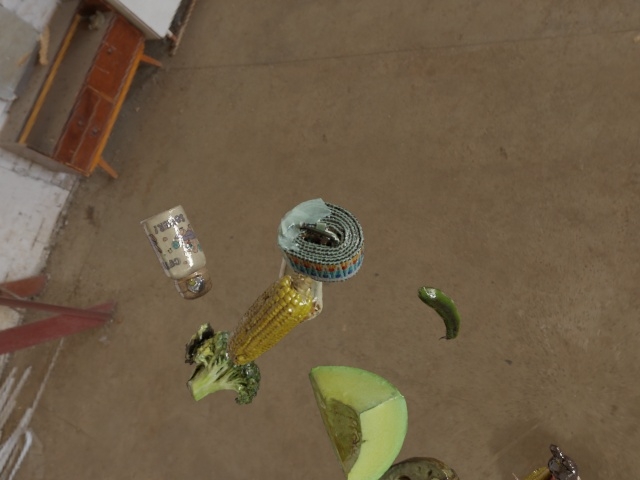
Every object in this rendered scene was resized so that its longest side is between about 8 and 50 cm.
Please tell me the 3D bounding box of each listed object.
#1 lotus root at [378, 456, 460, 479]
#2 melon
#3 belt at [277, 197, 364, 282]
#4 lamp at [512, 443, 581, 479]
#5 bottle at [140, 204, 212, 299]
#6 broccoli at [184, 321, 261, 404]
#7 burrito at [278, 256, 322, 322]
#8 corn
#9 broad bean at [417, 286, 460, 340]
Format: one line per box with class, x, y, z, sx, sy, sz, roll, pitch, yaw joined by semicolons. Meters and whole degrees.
lotus root;0.307;0.834;1.516;0.314;0.210;0.142;-32;47;3
melon;0.108;0.602;1.423;0.331;0.226;0.344;4;119;18
belt;0.000;0.000;1.266;0.257;0.150;0.207;20;60;17
lamp;0.351;0.397;0.662;0.118;0.253;0.118;-23;38;19
bottle;-0.312;0.033;1.001;0.097;0.209;0.110;-27;13;-20
broccoli;-0.363;0.463;1.682;0.334;0.271;0.324;10;100;54
burrito;-0.059;0.121;1.373;0.143;0.105;0.299;-3;62;13
corn;-0.104;0.159;0.894;0.262;0.097;0.097;-45;56;24
broad bean;0.275;0.164;1.006;0.069;0.227;0.039;-28;40;6
